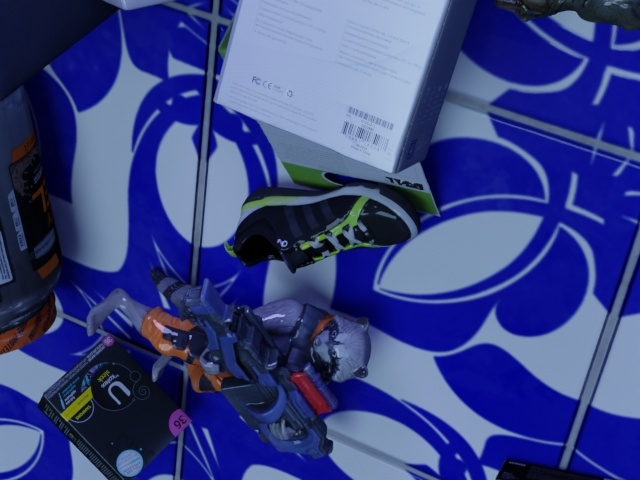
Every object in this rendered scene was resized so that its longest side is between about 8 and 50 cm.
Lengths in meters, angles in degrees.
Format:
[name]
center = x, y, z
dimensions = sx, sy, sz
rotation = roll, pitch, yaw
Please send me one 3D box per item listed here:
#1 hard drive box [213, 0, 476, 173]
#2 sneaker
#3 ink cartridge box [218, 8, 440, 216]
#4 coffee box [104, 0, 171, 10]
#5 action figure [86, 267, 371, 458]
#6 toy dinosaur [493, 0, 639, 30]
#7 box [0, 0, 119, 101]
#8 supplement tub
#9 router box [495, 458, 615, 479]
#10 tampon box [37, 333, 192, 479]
[hard drive box]
center = 0.031, -0.199, 0.959
dimensions = 0.181, 0.089, 0.232
rotation = 24, 111, 17
[sneaker]
center = 0.000, 0.000, 1.240
dimensions = 0.234, 0.097, 0.084
rotation = -1, 142, 36
[ink cartridge box]
center = 0.031, -0.141, 1.166
dimensions = 0.188, 0.097, 0.255
rotation = 13, 157, 23
[coffee box]
center = -0.170, -0.370, 1.011
dimensions = 0.168, 0.118, 0.297
rotation = -143, 40, -60
[action figure]
center = -0.097, 0.101, 1.321
dimensions = 0.330, 0.179, 0.341
rotation = 5, 144, 22
[toy dinosaur]
center = 0.287, -0.223, 0.984
dimensions = 0.268, 0.064, 0.118
rotation = 17, 138, 20
[box]
center = -0.424, -0.308, 1.178
dimensions = 0.395, 0.293, 0.212
rotation = 6, 127, 27
[supplement tub]
center = -0.439, -0.038, 1.410
dimensions = 0.207, 0.207, 0.338
rotation = 9, 121, 25
[router box]
center = 0.293, 0.330, 1.306
dimensions = 0.178, 0.046, 0.133
rotation = 7, 121, 27
[tampon box]
center = -0.273, 0.228, 1.505
dimensions = 0.161, 0.120, 0.101
rotation = 46, 157, -1
